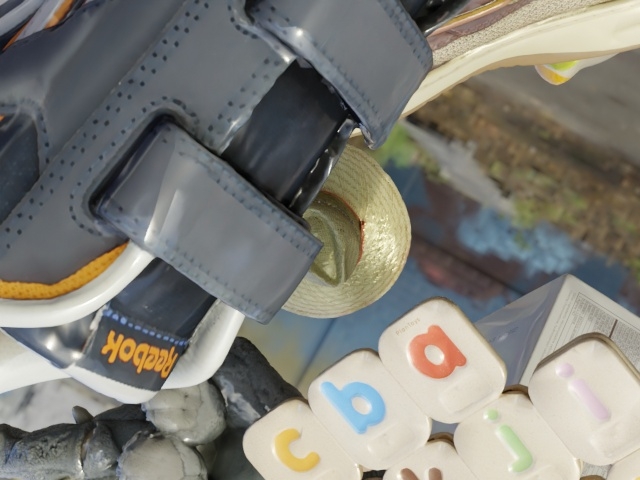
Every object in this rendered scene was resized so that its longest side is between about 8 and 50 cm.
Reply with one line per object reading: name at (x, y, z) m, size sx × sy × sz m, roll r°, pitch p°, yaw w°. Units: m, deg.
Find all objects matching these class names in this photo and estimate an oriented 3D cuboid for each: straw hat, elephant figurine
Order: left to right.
elephant figurine at (-0.102, 0.157, 1.085) m, size 0.186 × 0.169 × 0.239 m, roll 57°, pitch 149°, yaw -5°
straw hat at (0.000, 0.000, 1.162) m, size 0.144 × 0.144 × 0.061 m, roll 29°, pitch -166°, yaw -9°

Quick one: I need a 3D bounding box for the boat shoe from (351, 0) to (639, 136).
boat shoe at (0.054, -0.150, 0.852) m, size 0.123 × 0.341 × 0.123 m, roll -103°, pitch 1°, yaw -46°

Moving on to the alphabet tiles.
alphabet tiles at (0.096, 0.177, 0.927) m, size 0.278 × 0.284 × 0.021 m, roll 49°, pitch -153°, yaw -6°

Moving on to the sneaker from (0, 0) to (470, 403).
sneaker at (-0.036, -0.036, 0.447) m, size 0.127 × 0.321 × 0.126 m, roll 63°, pitch -166°, yaw 26°

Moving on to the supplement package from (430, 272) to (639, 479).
supplement package at (0.222, 0.195, 1.246) m, size 0.262 × 0.198 × 0.199 m, roll 32°, pitch 156°, yaw -9°

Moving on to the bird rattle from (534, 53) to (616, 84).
bird rattle at (0.208, -0.224, 1.139) m, size 0.143 × 0.253 × 0.207 m, roll 37°, pitch 162°, yaw 32°
